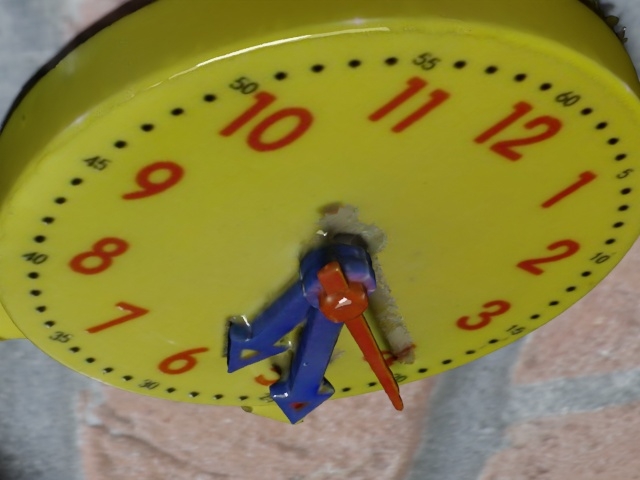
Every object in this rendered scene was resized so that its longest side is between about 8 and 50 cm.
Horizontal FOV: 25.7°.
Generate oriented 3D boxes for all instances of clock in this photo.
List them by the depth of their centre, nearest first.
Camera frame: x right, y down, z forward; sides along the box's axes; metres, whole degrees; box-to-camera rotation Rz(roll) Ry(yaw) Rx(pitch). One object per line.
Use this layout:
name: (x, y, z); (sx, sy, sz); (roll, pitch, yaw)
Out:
clock: (0.002, 0.003, 0.583); (0.277, 0.071, 0.293); (16, 137, -36)
